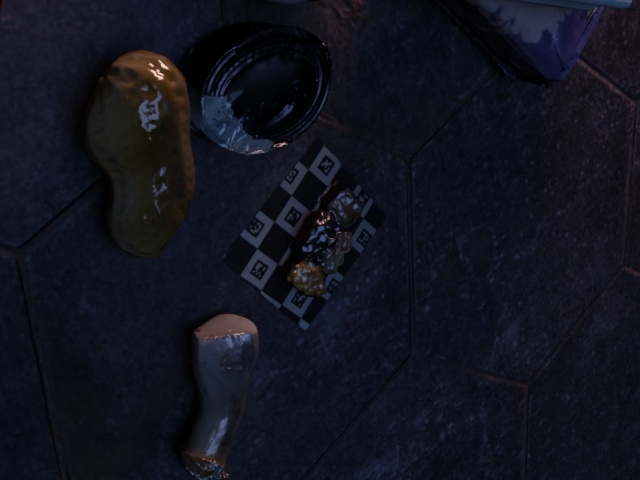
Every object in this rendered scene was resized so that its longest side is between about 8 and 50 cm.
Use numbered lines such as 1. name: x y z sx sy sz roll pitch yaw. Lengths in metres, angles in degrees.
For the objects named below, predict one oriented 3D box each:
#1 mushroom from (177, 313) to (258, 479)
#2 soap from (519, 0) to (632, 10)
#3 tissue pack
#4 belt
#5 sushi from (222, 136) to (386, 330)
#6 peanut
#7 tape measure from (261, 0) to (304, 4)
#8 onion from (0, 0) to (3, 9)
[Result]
1. mushroom: -0.134 0.208 1.050 0.092 0.081 0.223 -26 130 -68
2. soap: 0.302 -0.380 1.033 0.262 0.094 0.150 -5 107 -33
3. tissue pack: 0.270 -0.409 1.140 0.344 0.125 0.242 31 86 -37
4. belt: -0.080 -0.181 0.970 0.198 0.078 0.151 -27 123 -30
5. sushi: 0.000 0.000 1.106 0.215 0.051 0.192 -54 128 -12
6. peanut: -0.200 -0.090 0.891 0.120 0.110 0.236 -27 129 -53
7. tape measure: -0.038 -0.370 0.921 0.236 0.120 0.197 9 105 -34
8. onion: -0.365 -0.232 0.692 0.177 0.153 0.177 -25 127 -38
